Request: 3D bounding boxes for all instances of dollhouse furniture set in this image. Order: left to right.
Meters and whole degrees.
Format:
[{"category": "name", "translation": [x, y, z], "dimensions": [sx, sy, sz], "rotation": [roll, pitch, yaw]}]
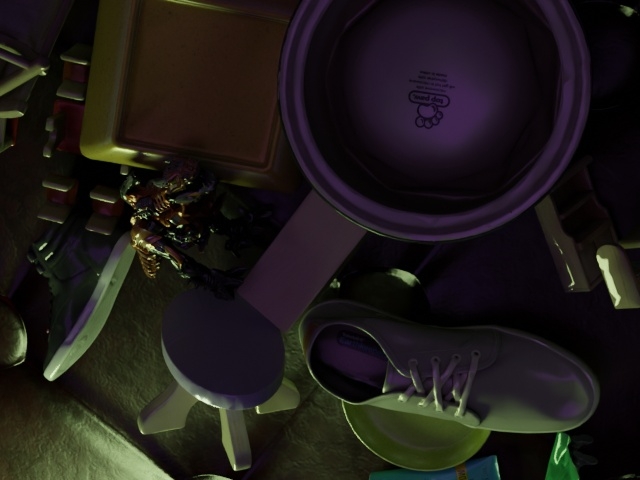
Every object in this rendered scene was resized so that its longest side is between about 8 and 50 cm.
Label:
[{"category": "dollhouse furniture set", "translation": [-0.391, -0.175, 1.846], "dimensions": [0.259, 0.135, 0.262], "rotation": [13, 113, 1]}, {"category": "dollhouse furniture set", "translation": [0.417, -0.030, 1.577], "dimensions": [0.242, 0.212, 0.161], "rotation": [-7, 110, 48]}]

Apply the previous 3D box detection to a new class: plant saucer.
[{"category": "plant saucer", "translation": [-0.161, -0.231, 1.697], "dimensions": [0.333, 0.081, 0.333], "rotation": [10, 112, -6]}, {"category": "plant saucer", "translation": [0.152, 0.239, 1.850], "dimensions": [0.241, 0.037, 0.241], "rotation": [6, 111, 16]}]

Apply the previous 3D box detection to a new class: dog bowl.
[{"category": "dog bowl", "translation": [0.156, -0.206, 1.590], "dimensions": [0.408, 0.150, 0.408], "rotation": [2, 97, 15]}]

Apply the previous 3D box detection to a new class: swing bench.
[{"category": "swing bench", "translation": [-0.425, -0.325, 1.671], "dimensions": [0.165, 0.253, 0.255], "rotation": [24, 158, -13]}]

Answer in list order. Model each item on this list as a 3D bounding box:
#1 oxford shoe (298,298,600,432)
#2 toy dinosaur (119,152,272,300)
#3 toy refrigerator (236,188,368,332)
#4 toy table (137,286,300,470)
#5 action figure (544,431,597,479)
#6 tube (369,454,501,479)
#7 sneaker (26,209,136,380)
[{"category": "oxford shoe", "translation": [0.174, 0.195, 1.738], "dimensions": [0.449, 0.130, 0.169], "rotation": [13, 109, 10]}, {"category": "toy dinosaur", "translation": [-0.202, -0.025, 1.790], "dimensions": [0.218, 0.322, 0.164], "rotation": [26, 79, -10]}, {"category": "toy refrigerator", "translation": [0.000, 0.000, 1.784], "dimensions": [0.102, 0.094, 0.269], "rotation": [40, 114, 6]}, {"category": "toy table", "translation": [-0.151, 0.208, 1.817], "dimensions": [0.252, 0.274, 0.161], "rotation": [-2, 123, -8]}, {"category": "action figure", "translation": [0.357, 0.397, 1.810], "dimensions": [0.063, 0.137, 0.232], "rotation": [13, 122, -1]}, {"category": "tube", "translation": [0.182, 0.382, 1.890], "dimensions": [0.207, 0.052, 0.080], "rotation": [-8, 113, 14]}, {"category": "sneaker", "translation": [-0.413, 0.078, 1.941], "dimensions": [0.147, 0.104, 0.296], "rotation": [31, 109, 7]}]
